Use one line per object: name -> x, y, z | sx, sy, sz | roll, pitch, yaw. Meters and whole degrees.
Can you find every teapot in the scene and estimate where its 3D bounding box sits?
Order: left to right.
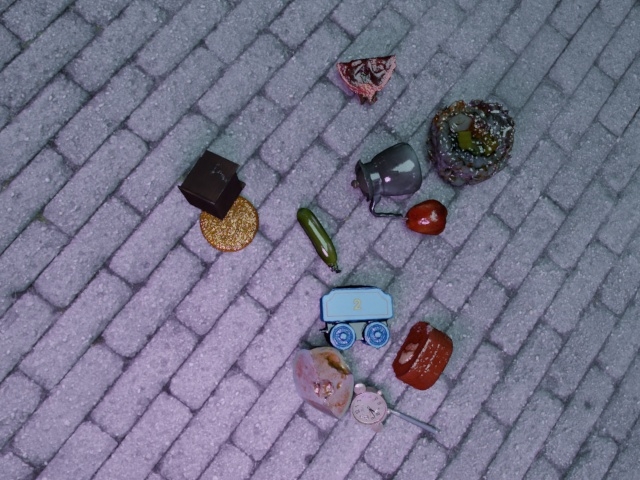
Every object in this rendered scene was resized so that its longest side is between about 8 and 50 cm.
teapot -> 0.273, -0.256, 1.841 | 0.285, 0.305, 0.223 | -16, 50, -3

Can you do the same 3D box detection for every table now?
table -> -0.432, -0.224, 1.693 | 0.173, 0.169, 0.193 | 26, 73, 8

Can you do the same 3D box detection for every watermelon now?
watermelon -> 0.010, 0.547, 1.714 | 0.175, 0.188, 0.321 | -18, 102, -38

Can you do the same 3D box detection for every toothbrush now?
toothbrush -> 0.354, 0.748, 1.799 | 0.343, 0.025, 0.030 | 29, 105, -5

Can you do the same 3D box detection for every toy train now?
toy train -> 0.138, 0.316, 1.741 | 0.301, 0.188, 0.264 | -2, 79, -6

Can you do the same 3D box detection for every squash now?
squash -> -0.001, 0.000, 1.800 | 0.087, 0.087, 0.331 | -30, 90, -11

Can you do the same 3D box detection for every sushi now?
sushi -> 0.673, -0.445, 1.902 | 0.418, 0.176, 0.416 | 1, 84, -8

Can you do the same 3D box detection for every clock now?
clock -> 0.200, 0.686, 1.747 | 0.156, 0.063, 0.229 | -25, 98, 4

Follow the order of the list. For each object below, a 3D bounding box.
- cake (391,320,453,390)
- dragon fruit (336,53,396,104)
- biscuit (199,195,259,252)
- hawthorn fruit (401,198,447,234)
cake -> 0.429, 0.482, 1.764 | 0.151, 0.177, 0.282 | 34, 81, -3
dragon fruit -> 0.209, -0.716, 1.898 | 0.262, 0.134, 0.211 | -2, 96, 7
biscuit -> -0.383, -0.077, 1.775 | 0.254, 0.035, 0.253 | 1, 83, -9
hawthorn fruit -> 0.468, -0.103, 1.846 | 0.179, 0.174, 0.173 | 7, 80, 37
